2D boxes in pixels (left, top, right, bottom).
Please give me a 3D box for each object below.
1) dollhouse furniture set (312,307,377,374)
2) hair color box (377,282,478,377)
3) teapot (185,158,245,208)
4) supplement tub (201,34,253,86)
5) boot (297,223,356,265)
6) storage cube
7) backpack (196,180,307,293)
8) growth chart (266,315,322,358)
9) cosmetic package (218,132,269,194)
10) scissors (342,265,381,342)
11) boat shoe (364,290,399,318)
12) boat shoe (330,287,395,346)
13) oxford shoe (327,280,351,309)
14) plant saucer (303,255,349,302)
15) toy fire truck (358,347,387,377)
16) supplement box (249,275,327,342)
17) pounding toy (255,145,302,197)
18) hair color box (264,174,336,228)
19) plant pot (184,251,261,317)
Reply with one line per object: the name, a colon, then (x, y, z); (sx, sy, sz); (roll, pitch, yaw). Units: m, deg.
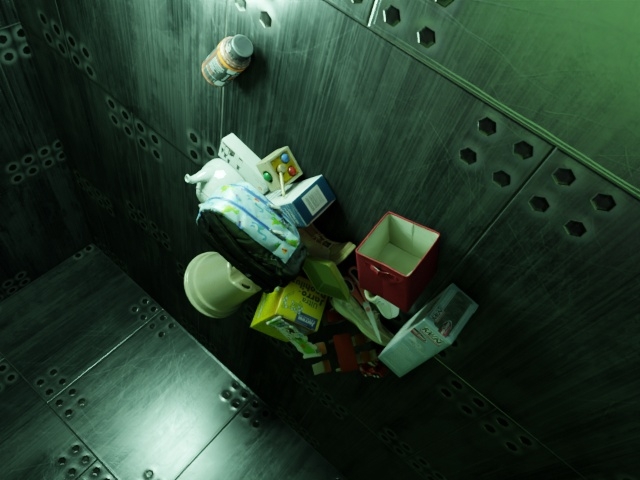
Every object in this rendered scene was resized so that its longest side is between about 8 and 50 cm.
dollhouse furniture set: (0.089, 0.405, 1.953); (0.135, 0.262, 0.259); (-43, 58, 56)
hair color box: (0.350, 0.311, 1.602); (0.114, 0.185, 0.374); (42, 146, 10)
teapot: (-0.398, -0.182, 1.885); (0.256, 0.187, 0.252); (46, 166, -9)
supplement tub: (-0.287, -0.563, 1.488); (0.198, 0.106, 0.106); (-12, 115, 53)
boot: (0.000, 0.000, 1.763); (0.203, 0.095, 0.262); (54, 150, -7)
storage cube: (0.238, 0.065, 1.460); (0.184, 0.215, 0.193); (26, 148, 28)
backpack: (-0.234, -0.021, 1.569); (0.356, 0.273, 0.290); (28, 153, -17)
growth chart: (-0.104, 0.384, 1.890); (0.237, 0.021, 0.172); (43, 149, 0)
cosmetic package: (-0.279, -0.285, 1.807); (0.239, 0.060, 0.099); (43, 147, 6)
scissors: (0.178, 0.235, 1.776); (0.297, 0.109, 0.021); (54, -176, 4)
boat shoe: (0.202, 0.187, 1.721); (0.098, 0.096, 0.277); (5, 128, 45)
boat shoe: (0.182, 0.293, 1.838); (0.302, 0.109, 0.098); (39, 102, -4)
oxford shoe: (0.058, 0.236, 1.954); (0.076, 0.076, 0.212); (37, 147, 13)
plant saucer: (0.020, 0.128, 1.745); (0.188, 0.045, 0.188); (13, 140, 50)
toy fire truck: (0.224, 0.540, 2.106); (0.135, 0.047, 0.192); (56, 147, -12)
supplement box: (-0.141, 0.299, 2.071); (0.194, 0.195, 0.356); (26, 152, -16)
pounding toy: (-0.137, -0.230, 1.630); (0.100, 0.141, 0.130); (-5, 120, 50)
hair color box: (-0.125, -0.117, 1.704); (0.347, 0.174, 0.105); (-7, 121, 51)
plant pot: (-0.417, 0.169, 2.236); (0.305, 0.334, 0.333); (-26, 104, 44)
